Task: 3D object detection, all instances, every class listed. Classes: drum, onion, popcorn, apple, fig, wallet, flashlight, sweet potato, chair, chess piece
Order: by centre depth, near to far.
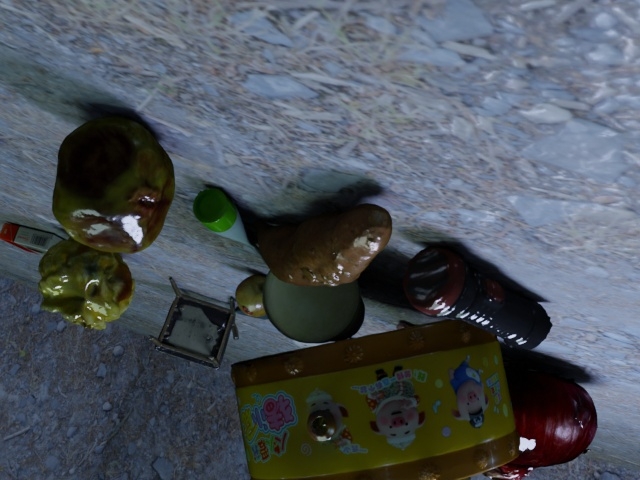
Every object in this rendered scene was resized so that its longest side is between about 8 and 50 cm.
[{"bbox_3d":[-0.239,-0.065,0.974,0.154,0.144,0.165,63,169,-24],"label":"fig"},{"bbox_3d":[0.006,0.012,1.056,0.106,0.095,0.354,60,159,-11],"label":"sweet potato"},{"bbox_3d":[0.210,0.080,1.087,0.232,0.093,0.093,24,166,-36],"label":"flashlight"},{"bbox_3d":[0.079,0.251,1.290,0.431,0.214,0.431,-10,173,-1],"label":"drum"},{"bbox_3d":[0.006,0.101,1.352,0.144,0.145,0.251,15,173,13],"label":"chess piece"},{"bbox_3d":[0.357,0.336,1.574,0.313,0.232,0.314,2,169,0],"label":"onion"},{"bbox_3d":[-0.119,0.103,1.603,0.084,0.084,0.071,23,149,-21],"label":"apple"},{"bbox_3d":[-0.514,0.097,1.854,0.218,0.189,0.169,24,163,-31],"label":"popcorn"},{"bbox_3d":[-0.146,0.164,1.994,0.088,0.026,0.129,18,166,-16],"label":"wallet"},{"bbox_3d":[-0.306,0.218,2.112,0.188,0.166,0.272,17,166,3],"label":"chair"}]

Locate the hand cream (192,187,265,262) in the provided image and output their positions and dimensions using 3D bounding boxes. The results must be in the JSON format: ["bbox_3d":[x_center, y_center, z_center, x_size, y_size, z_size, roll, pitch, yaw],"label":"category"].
[{"bbox_3d":[-0.112,-0.004,1.227,0.050,0.079,0.275,-20,160,7],"label":"hand cream"}]

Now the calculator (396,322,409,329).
[{"bbox_3d":[0.221,0.192,1.633,0.165,0.024,0.103,19,167,-8],"label":"calculator"}]

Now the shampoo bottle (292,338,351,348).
[{"bbox_3d":[0.039,0.254,2.059,0.220,0.051,0.108,9,163,32],"label":"shampoo bottle"}]

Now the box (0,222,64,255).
[{"bbox_3d":[-0.660,0.006,1.992,0.152,0.048,0.100,10,163,24],"label":"box"}]

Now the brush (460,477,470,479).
[{"bbox_3d":[0.193,0.407,1.483,0.123,0.059,0.197,-5,163,4],"label":"brush"}]
